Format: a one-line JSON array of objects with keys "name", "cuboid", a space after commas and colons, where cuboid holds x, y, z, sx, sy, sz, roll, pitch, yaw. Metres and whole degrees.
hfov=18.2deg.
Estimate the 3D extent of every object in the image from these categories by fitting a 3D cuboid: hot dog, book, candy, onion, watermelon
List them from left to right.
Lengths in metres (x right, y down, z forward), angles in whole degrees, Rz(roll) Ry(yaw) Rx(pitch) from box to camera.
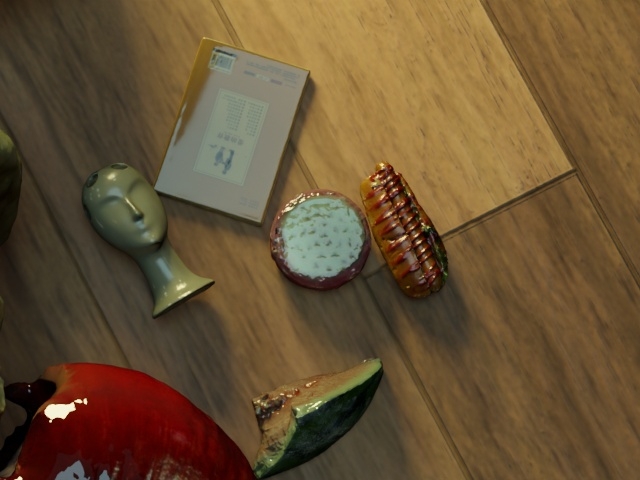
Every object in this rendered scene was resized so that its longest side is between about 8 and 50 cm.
[{"name": "onion", "cuboid": [-0.201, 0.288, 1.795, 0.341, 0.341, 0.341, 1, 78, -4]}, {"name": "book", "cuboid": [-0.090, -0.112, 2.029, 0.118, 0.012, 0.172, 18, 77, 0]}, {"name": "candy", "cuboid": [0.000, 0.000, 1.997, 0.103, 0.043, 0.103, 0, 79, -1]}, {"name": "watermelon", "cuboid": [0.001, 0.160, 1.950, 0.155, 0.101, 0.080, -17, 68, -17]}, {"name": "hot dog", "cuboid": [0.084, -0.011, 2.005, 0.062, 0.038, 0.144, -20, 80, -16]}]

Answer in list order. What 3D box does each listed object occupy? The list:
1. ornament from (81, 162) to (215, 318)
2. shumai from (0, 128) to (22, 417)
[{"name": "ornament", "cuboid": [-0.175, -0.006, 1.969, 0.075, 0.081, 0.156, -31, 86, -14]}, {"name": "shumai", "cuboid": [-0.418, 0.076, 1.771, 0.397, 0.324, 0.323, -9, 63, -34]}]
